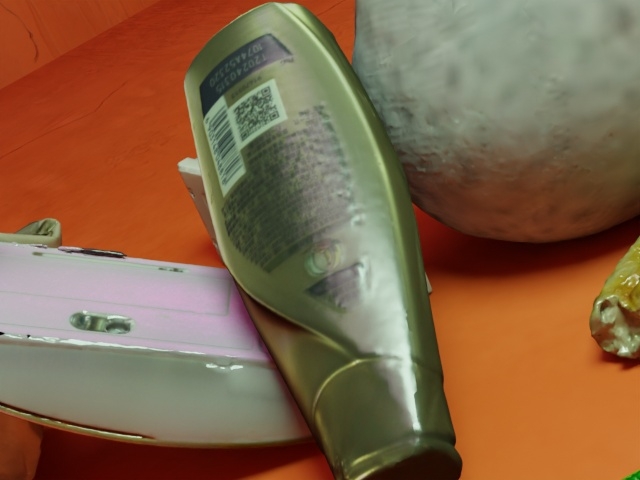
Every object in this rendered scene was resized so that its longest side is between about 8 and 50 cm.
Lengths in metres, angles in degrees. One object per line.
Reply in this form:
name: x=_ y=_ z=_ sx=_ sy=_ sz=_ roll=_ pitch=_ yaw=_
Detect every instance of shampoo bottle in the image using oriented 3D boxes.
shampoo bottle: x=0.000 y=0.000 z=0.680 sx=0.125 sy=0.084 sz=0.350 roll=-34 pitch=49 yaw=17

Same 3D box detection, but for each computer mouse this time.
computer mouse: x=-0.104 y=0.067 z=0.740 sx=0.310 sy=0.072 sz=0.158 roll=7 pitch=26 yaw=-5

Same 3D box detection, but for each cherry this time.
cherry: x=0.158 y=-0.162 z=0.782 sx=0.326 sy=0.335 sz=0.291 roll=-52 pitch=43 yaw=-2

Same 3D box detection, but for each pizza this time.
pizza: x=0.219 y=-0.014 z=0.630 sx=0.182 sy=0.062 sz=0.161 roll=-48 pitch=-4 yaw=-10

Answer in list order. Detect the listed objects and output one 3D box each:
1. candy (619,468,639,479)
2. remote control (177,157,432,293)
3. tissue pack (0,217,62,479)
candy: x=0.135 y=0.142 z=0.487 sx=0.178 sy=0.032 sz=0.102 roll=-27 pitch=23 yaw=-4
remote control: x=-0.021 y=-0.016 z=0.903 sx=0.055 sy=0.103 sz=0.277 roll=-32 pitch=23 yaw=-23
tissue pack: x=-0.384 y=0.118 z=0.865 sx=0.390 sy=0.195 sz=0.375 roll=-22 pitch=23 yaw=-3
